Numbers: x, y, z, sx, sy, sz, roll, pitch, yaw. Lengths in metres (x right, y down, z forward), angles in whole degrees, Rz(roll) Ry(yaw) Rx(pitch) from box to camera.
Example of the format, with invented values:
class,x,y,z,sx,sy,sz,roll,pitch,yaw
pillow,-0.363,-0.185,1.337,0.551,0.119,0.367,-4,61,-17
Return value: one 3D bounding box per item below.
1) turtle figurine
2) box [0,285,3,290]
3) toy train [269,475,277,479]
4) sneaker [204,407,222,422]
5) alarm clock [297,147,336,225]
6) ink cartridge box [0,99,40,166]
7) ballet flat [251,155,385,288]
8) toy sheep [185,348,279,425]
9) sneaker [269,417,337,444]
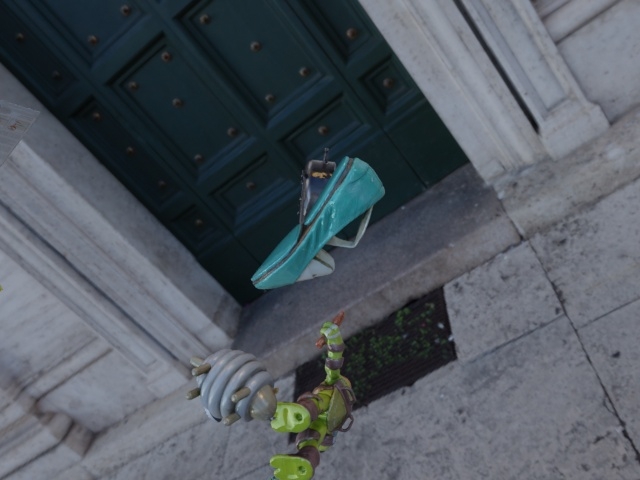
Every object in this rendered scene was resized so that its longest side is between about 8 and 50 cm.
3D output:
class,x,y,z,sx,sy,sz,roll,pitch,yaw
turtle figurine,0.003,0.250,0.798,0.217,0.087,0.269,-27,-49,-68
box,-0.811,0.021,1.272,0.087,0.232,0.058,-4,20,38
toy train,-0.109,0.672,1.517,0.083,0.017,0.023,41,111,30
sneaker,-0.217,0.326,1.134,0.035,0.083,0.031,-30,-5,4
alarm clock,-0.009,-0.071,1.033,0.192,0.064,0.129,96,178,-61
ink cartridge box,-0.609,-0.209,0.996,0.179,0.145,0.045,-36,59,30
ballet flat,0.000,0.000,0.767,0.247,0.087,0.083,-50,10,26
toy sheep,-0.105,0.170,0.663,0.132,0.091,0.091,29,65,24
sneaker,-0.051,0.449,1.468,0.083,0.224,0.098,150,144,-79
